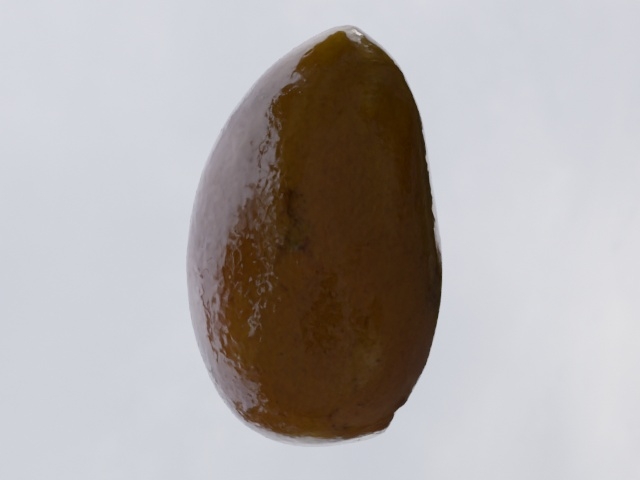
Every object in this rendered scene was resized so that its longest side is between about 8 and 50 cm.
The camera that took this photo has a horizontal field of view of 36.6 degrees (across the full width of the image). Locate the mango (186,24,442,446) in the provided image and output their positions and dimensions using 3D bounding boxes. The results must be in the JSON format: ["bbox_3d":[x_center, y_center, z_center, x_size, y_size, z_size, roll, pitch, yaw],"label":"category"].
[{"bbox_3d":[-0.005,0.000,0.492,0.102,0.141,0.217,2,-75,-35],"label":"mango"}]
